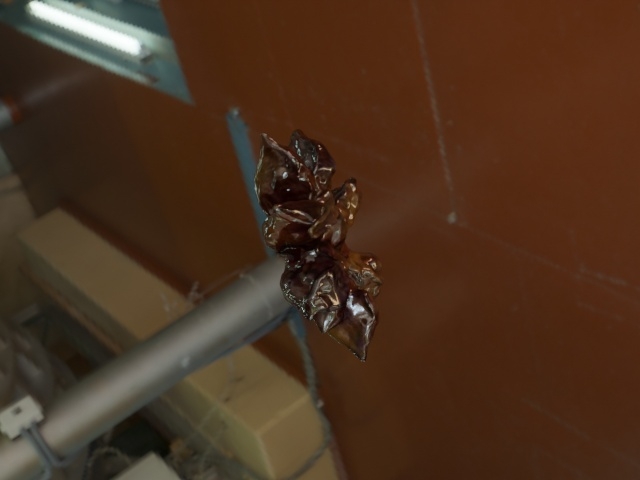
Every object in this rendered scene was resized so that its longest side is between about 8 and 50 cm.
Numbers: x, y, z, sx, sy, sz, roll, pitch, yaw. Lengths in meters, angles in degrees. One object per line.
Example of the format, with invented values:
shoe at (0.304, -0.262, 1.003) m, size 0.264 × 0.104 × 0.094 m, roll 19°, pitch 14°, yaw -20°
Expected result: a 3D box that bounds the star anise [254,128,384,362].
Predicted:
star anise at (0.000, 0.000, 0.688) m, size 0.168 × 0.057 × 0.168 m, roll -17°, pitch -90°, yaw -78°
